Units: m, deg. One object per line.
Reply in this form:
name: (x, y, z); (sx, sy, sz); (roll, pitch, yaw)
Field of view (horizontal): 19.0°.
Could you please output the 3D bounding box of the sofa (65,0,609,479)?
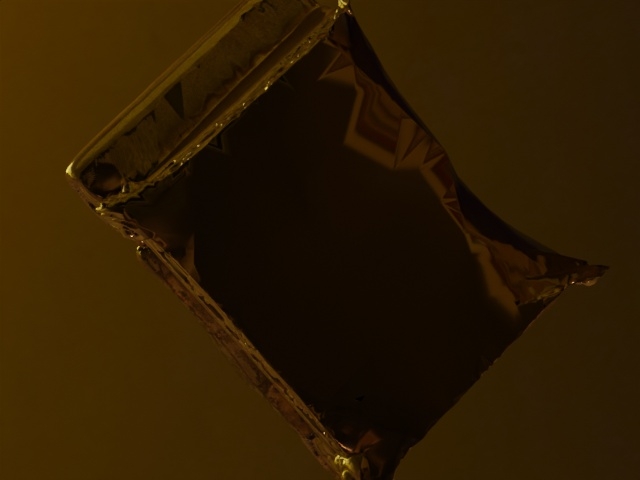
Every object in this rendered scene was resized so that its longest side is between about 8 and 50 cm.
sofa: (0.000, 0.000, 1.088); (0.258, 0.200, 0.182); (48, -15, -12)
